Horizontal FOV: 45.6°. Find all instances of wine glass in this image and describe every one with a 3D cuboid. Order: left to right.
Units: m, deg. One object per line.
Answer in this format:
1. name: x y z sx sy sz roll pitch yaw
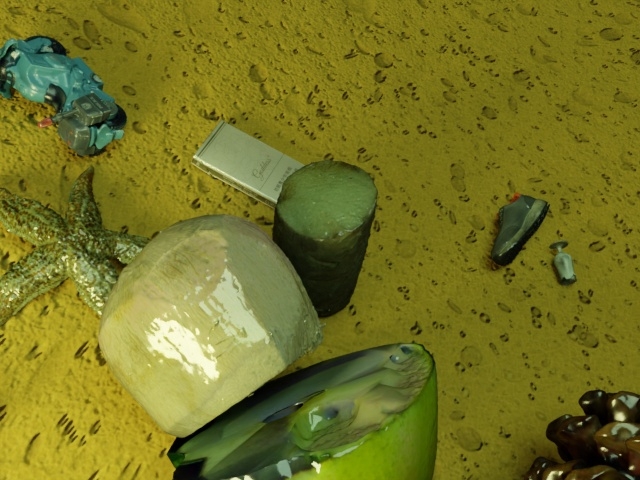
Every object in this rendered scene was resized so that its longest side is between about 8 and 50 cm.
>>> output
1. wine glass: 0.463 0.044 1.444 0.038 0.042 0.083 -18 61 17

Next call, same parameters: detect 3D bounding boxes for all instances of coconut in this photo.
1. coconut: -0.159 0.103 1.053 0.297 0.297 0.255 -29 82 -30

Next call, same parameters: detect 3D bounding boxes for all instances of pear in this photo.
1. pear: 0.000 0.288 0.982 0.398 0.398 0.165 -23 94 -28

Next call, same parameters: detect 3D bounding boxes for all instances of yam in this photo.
1. yam: 0.000 0.000 1.206 0.161 0.268 0.161 2 58 -3

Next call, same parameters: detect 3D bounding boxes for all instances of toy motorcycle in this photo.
1. toy motorcycle: -0.464 -0.256 1.312 0.272 0.124 0.182 45 46 14

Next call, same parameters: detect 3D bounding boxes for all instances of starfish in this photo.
1. starfish: -0.369 0.006 1.200 0.357 0.078 0.347 -4 57 -19

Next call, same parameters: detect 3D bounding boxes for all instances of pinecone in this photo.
1. pinecone: 0.447 0.363 1.052 0.384 0.384 0.385 8 56 -12

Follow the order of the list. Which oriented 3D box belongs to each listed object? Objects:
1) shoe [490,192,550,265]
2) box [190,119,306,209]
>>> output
1. shoe: 0.361 -0.024 1.442 0.077 0.074 0.194 33 51 20
2. box: -0.123 -0.134 1.388 0.198 0.029 0.109 29 54 1
